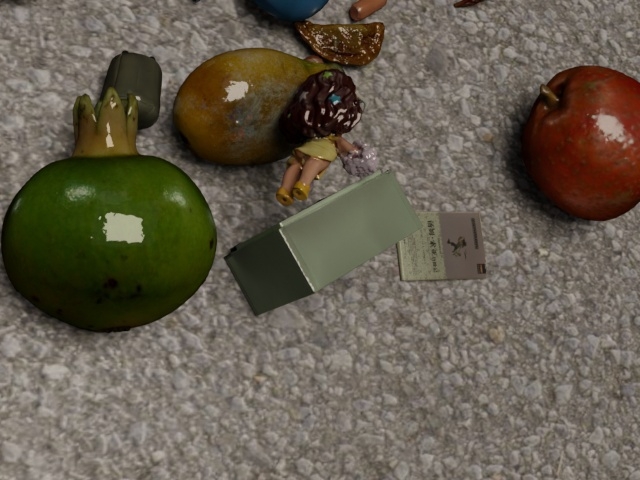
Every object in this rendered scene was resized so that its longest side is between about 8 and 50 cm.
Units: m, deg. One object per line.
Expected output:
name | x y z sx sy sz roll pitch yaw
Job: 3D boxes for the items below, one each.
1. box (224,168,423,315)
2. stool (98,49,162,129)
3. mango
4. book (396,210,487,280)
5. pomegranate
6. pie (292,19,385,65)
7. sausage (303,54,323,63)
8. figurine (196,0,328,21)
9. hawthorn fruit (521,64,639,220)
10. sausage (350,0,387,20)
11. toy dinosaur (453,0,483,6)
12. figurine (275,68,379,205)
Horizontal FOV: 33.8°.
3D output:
box | 0.000 0.000 1.666 0.225 0.225 0.117 -30 92 -29
stool | -0.295 -0.235 1.653 0.096 0.096 0.110 16 66 -22
mango | -0.091 -0.221 1.708 0.316 0.146 0.192 -16 125 -34
book | 0.216 0.009 1.892 0.182 0.014 0.127 0 78 -26
pomegranate | -0.299 -0.043 1.513 0.310 0.216 0.358 -2 91 -17
pie | 0.038 -0.349 1.873 0.191 0.033 0.088 -4 70 -29
sausage | -0.068 -0.283 1.806 0.177 0.047 0.040 -20 119 -28
figurine | -0.120 -0.569 1.771 0.298 0.243 0.416 -38 117 -37
hawthorn fruit | 0.497 -0.190 1.940 0.300 0.275 0.275 37 65 -24
sausage | 0.088 -0.428 1.919 0.083 0.034 0.034 -36 95 -30
toy dinosaur | 0.310 -0.633 2.055 0.206 0.113 0.327 -27 103 -54
figurine | -0.002 -0.153 1.607 0.116 0.175 0.240 36 55 -39
